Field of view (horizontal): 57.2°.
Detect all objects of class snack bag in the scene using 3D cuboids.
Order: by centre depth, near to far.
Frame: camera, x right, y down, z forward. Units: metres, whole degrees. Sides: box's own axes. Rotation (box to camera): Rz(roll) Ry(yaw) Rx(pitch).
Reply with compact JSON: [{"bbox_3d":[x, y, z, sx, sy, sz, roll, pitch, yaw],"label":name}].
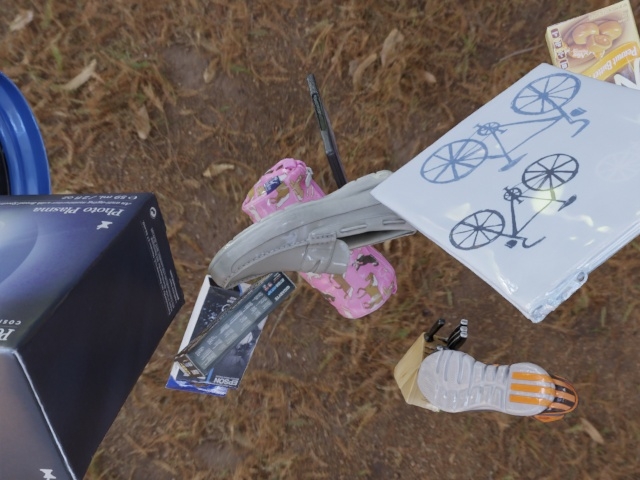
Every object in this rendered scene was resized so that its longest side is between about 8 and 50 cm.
[{"bbox_3d":[0.265,-0.085,0.696,0.323,0.342,0.037,-36,125,-5],"label":"snack bag"}]

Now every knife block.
[{"bbox_3d":[0.279,0.283,1.459,0.088,0.275,0.242,18,96,-4],"label":"knife block"}]

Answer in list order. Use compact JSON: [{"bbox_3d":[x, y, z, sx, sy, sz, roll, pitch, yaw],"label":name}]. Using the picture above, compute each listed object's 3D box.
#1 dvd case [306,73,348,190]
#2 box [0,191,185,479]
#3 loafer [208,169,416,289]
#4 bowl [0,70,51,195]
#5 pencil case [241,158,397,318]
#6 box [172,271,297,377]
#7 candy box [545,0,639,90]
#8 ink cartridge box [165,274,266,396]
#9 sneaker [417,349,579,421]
[{"bbox_3d":[0.020,-0.217,1.278,0.022,0.180,0.253,-17,53,6],"label":"dvd case"},{"bbox_3d":[-0.351,0.086,0.647,0.296,0.294,0.182,-1,121,10],"label":"box"},{"bbox_3d":[0.000,0.000,0.827,0.319,0.112,0.111,-24,79,-21],"label":"loafer"},{"bbox_3d":[-0.556,-0.087,0.947,0.077,0.391,0.391,-2,84,-1],"label":"bowl"},{"bbox_3d":[0.003,0.002,1.306,0.386,0.167,0.160,48,62,-16],"label":"pencil case"},{"bbox_3d":[-0.157,0.149,1.048,0.051,0.175,0.220,48,65,-4],"label":"box"},{"bbox_3d":[0.673,-0.381,1.400,0.183,0.087,0.316,-16,91,19],"label":"candy box"},{"bbox_3d":[-0.247,0.253,1.418,0.165,0.065,0.332,14,110,-24],"label":"ink cartridge box"},{"bbox_3d":[0.356,0.305,1.173,0.180,0.321,0.124,25,75,-35],"label":"sneaker"}]
